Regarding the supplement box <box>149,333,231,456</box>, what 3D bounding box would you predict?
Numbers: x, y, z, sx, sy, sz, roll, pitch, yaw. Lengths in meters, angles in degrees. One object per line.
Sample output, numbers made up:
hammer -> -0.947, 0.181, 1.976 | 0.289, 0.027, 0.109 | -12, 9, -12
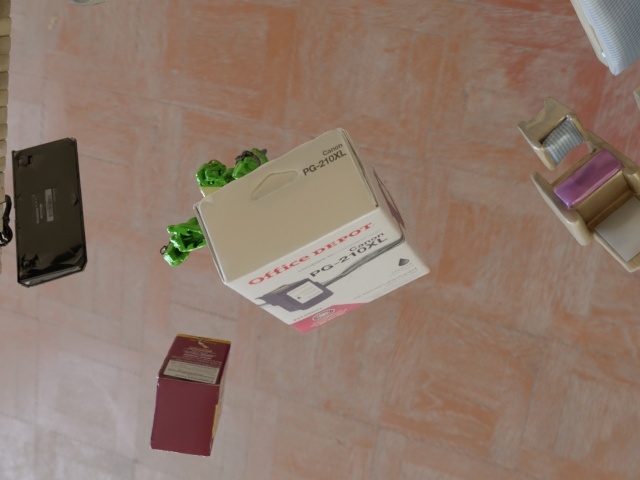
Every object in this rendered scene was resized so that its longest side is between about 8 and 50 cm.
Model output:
supplement box -> -0.089, 0.105, 0.622 | 0.043, 0.083, 0.055 | 9, 105, -2

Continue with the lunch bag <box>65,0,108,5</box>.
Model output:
lunch bag -> -0.169, -0.330, 0.694 | 0.305, 0.256, 0.213 | -16, 89, 11

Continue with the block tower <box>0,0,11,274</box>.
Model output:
block tower -> -0.356, -0.101, 0.830 | 0.091, 0.097, 0.335 | 26, 121, 25

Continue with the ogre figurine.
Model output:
ogre figurine -> -0.130, -0.052, 1.163 | 0.096, 0.118, 0.197 | 25, 120, 7

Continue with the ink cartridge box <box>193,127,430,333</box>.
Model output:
ink cartridge box -> 0.000, 0.000, 0.947 | 0.172, 0.237, 0.100 | -27, 66, 9

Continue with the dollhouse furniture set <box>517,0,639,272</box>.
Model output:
dollhouse furniture set -> 0.289, -0.129, 0.662 | 0.286, 0.303, 0.198 | -40, 50, 7

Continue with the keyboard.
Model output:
keyboard -> -0.320, -0.032, 1.011 | 0.108, 0.023, 0.180 | -14, 60, 1
